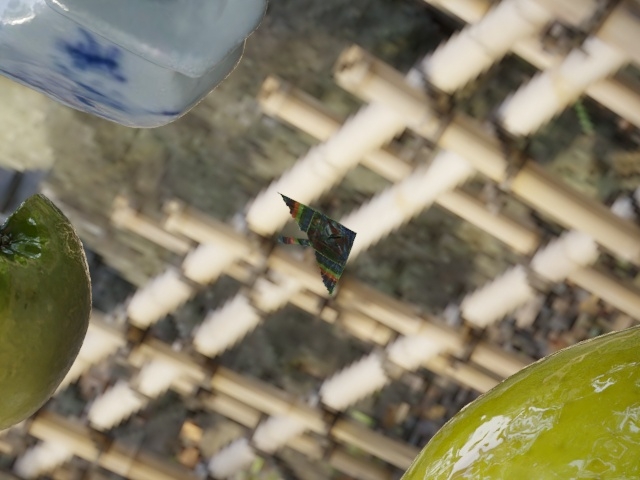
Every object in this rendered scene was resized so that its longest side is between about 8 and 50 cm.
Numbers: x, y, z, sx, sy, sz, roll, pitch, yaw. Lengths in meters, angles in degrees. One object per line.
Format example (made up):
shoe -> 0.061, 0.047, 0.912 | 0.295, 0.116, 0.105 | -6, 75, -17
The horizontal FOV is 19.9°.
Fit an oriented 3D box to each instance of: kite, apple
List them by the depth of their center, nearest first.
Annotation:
kite -> 0.000, 0.000, 1.761 | 0.004, 0.090, 0.122 | -54, 50, 47
apple -> -0.388, 0.063, 1.965 | 0.254, 0.292, 0.292 | -54, 25, 41

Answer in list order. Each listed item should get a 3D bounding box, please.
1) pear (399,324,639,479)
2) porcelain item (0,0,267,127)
pear -> 0.187, 0.214, 0.861 | 0.418, 0.362, 0.362 | -52, 23, -20
porcelain item -> -0.186, -0.211, 1.585 | 0.178, 0.243, 0.405 | -66, 17, -8
